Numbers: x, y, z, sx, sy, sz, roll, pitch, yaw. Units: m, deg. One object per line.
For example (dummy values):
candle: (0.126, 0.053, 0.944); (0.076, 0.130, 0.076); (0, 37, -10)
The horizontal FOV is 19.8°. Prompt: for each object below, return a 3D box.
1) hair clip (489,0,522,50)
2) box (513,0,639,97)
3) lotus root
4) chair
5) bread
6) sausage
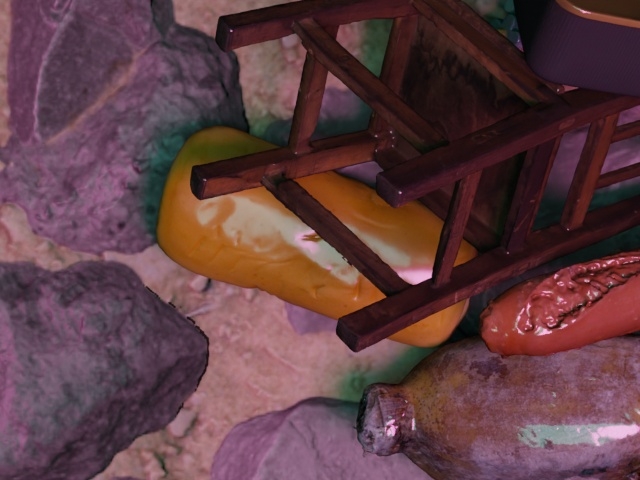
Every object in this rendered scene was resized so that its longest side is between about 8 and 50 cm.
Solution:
hair clip: (0.176, -0.191, 1.682); (0.049, 0.049, 0.173); (28, 102, -3)
box: (0.263, -0.191, 1.520); (0.201, 0.144, 0.090); (6, 137, -14)
lotus root: (0.206, 0.159, 1.683); (0.349, 0.175, 0.175); (2, 101, 7)
chair: (0.131, -0.107, 1.600); (0.240, 0.416, 0.203); (42, 138, 32)
bread: (0.000, 0.000, 1.700); (0.305, 0.091, 0.142); (19, 106, 0)
sausage: (0.287, 0.041, 1.627); (0.326, 0.087, 0.079); (-14, 82, -26)
